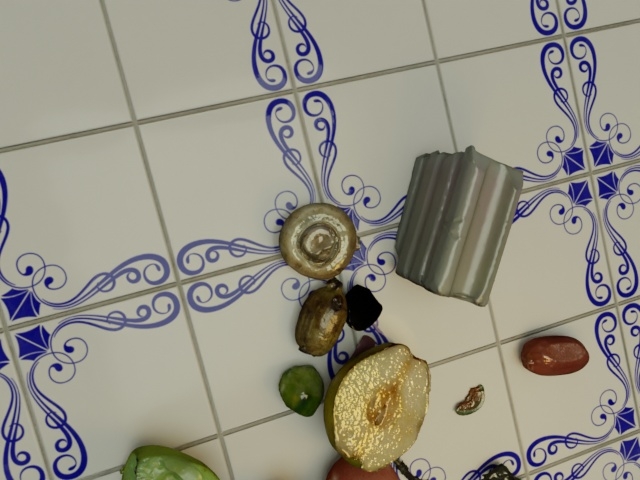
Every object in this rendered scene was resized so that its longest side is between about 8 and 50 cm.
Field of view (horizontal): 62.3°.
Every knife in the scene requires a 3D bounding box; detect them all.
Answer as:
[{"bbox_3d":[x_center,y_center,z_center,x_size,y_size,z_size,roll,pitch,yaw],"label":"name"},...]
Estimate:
[{"bbox_3d":[0.283,0.778,1.802,0.222,0.021,0.045,40,85,-15],"label":"knife"}]

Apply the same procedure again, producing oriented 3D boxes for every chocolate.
[{"bbox_3d":[0.130,0.214,1.720,0.125,0.080,0.148,-5,86,-23],"label":"chocolate"}]

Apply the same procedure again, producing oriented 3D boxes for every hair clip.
[{"bbox_3d":[0.131,0.379,1.754,0.054,0.022,0.137,34,85,-8],"label":"hair clip"}]

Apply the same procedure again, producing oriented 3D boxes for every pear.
[{"bbox_3d":[-0.424,0.768,1.552,0.318,0.238,0.342,10,85,-25],"label":"pear"},{"bbox_3d":[0.155,0.499,1.670,0.340,0.191,0.386,43,71,-19],"label":"pear"}]

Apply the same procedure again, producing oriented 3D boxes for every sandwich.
[{"bbox_3d":[0.529,0.562,1.844,0.135,0.029,0.067,-45,101,-8],"label":"sandwich"}]

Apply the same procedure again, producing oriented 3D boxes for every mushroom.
[{"bbox_3d":[0.000,0.000,1.632,0.255,0.184,0.254,0,81,-3],"label":"mushroom"}]

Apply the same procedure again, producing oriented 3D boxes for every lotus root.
[{"bbox_3d":[0.007,0.238,1.663,0.145,0.128,0.260,20,86,28],"label":"lotus root"}]

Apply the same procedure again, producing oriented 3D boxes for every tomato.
[{"bbox_3d":[0.134,0.806,1.675,0.256,0.224,0.255,0,90,-3],"label":"tomato"}]

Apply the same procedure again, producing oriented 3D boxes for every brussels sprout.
[{"bbox_3d":[-0.054,0.473,1.665,0.152,0.122,0.149,21,90,-11],"label":"brussels sprout"}]

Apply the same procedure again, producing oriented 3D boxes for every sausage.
[{"bbox_3d":[0.816,0.400,1.846,0.254,0.148,0.148,-5,93,-14],"label":"sausage"}]

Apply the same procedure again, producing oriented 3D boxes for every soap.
[{"bbox_3d":[0.412,-0.048,1.649,0.213,0.350,0.435,16,90,-20],"label":"soap"}]

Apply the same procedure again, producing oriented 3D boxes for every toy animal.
[{"bbox_3d":[0.636,0.869,1.849,0.245,0.114,0.146,38,91,-33],"label":"toy animal"}]
